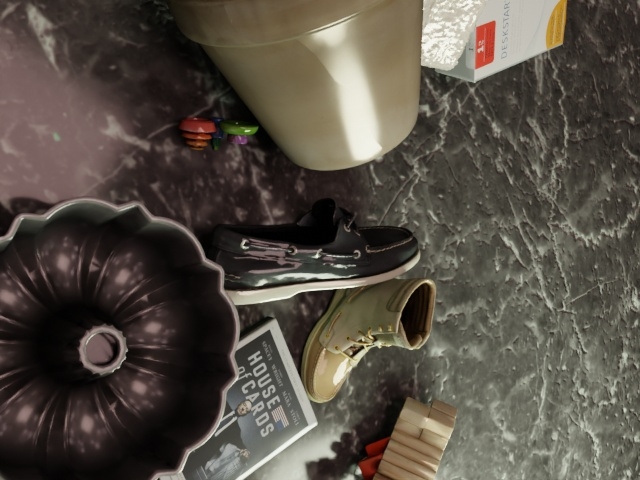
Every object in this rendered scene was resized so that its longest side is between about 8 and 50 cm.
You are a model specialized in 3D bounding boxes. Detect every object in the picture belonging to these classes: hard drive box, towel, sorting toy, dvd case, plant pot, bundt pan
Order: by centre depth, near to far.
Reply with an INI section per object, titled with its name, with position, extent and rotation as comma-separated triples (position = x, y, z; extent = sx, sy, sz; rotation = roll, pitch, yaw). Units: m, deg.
[bundt pan]
position = -0.263, 0.119, 0.888
extent = 0.331, 0.124, 0.330
rotation = 3, 85, -34
[plant pot]
position = -0.002, -0.254, 0.991
extent = 0.323, 0.323, 0.280
rotation = -43, 133, -26
[sorting toy]
position = -0.132, -0.134, 1.024
extent = 0.102, 0.061, 0.042
rotation = 3, 106, -9
[dvd case]
position = -0.126, 0.236, 1.066
extent = 0.239, 0.030, 0.179
rotation = -30, 110, -30
[towel]
position = 0.156, -0.369, 1.098
extent = 0.187, 0.049, 0.282
rotation = 8, 131, -16
[hard drive box]
position = 0.290, -0.376, 1.267
extent = 0.232, 0.089, 0.181
rotation = -28, 129, -31

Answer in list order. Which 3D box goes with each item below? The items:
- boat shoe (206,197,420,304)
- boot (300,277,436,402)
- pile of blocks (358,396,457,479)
[boat shoe]
position = -0.003, -0.001, 1.084
extent = 0.340, 0.127, 0.113
rotation = -8, 109, -26
[boot]
position = 0.067, 0.140, 1.116
extent = 0.077, 0.165, 0.213
rotation = 35, 74, -33
[pile of blocks]
position = 0.096, 0.388, 1.197
extent = 0.113, 0.149, 0.362
rotation = 24, 52, 9
